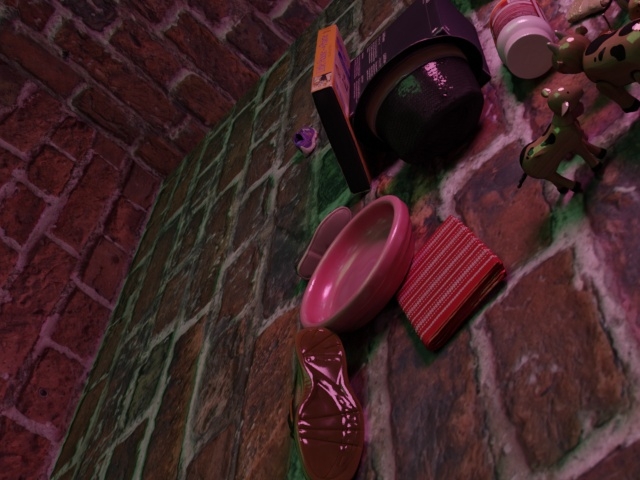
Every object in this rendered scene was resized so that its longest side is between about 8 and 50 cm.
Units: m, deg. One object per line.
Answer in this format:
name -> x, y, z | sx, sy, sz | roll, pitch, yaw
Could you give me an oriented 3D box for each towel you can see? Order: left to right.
towel -> 0.226, 0.071, 1.445 | 0.199, 0.031, 0.275 | -50, 19, 10
towel -> 0.587, -0.533, 1.684 | 0.110, 0.027, 0.148 | -11, 45, 60

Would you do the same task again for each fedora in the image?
fedora -> 0.241, -0.286, 1.748 | 0.334, 0.334, 0.152 | -43, 53, 20

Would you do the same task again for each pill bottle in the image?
pill bottle -> 0.438, -0.441, 1.709 | 0.121, 0.121, 0.221 | -40, 24, 28

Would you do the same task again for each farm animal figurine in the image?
farm animal figurine -> 0.450, -0.266, 1.284 | 0.327, 0.172, 0.330 | -27, 35, 59

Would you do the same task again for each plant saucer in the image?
plant saucer -> 0.085, 0.063, 1.633 | 0.332, 0.084, 0.332 | -50, 16, 21

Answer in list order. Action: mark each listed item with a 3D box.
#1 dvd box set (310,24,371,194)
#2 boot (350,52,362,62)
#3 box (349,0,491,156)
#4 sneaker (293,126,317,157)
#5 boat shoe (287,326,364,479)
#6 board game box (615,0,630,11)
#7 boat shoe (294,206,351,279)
dvd box set -> 0.062, -0.355, 2.093 | 0.062, 0.307, 0.420 | -16, 33, 13
boot -> 0.138, -0.564, 2.575 | 0.123, 0.095, 0.258 | -52, 29, -18
box -> 0.242, -0.438, 2.019 | 0.312, 0.179, 0.343 | -41, 24, 27
sneaker -> -0.055, -0.342, 2.612 | 0.068, 0.071, 0.170 | -44, 22, 19
boat shoe -> -0.001, 0.317, 1.428 | 0.342, 0.123, 0.123 | -101, 19, -48
board game box -> 0.555, -0.560, 1.449 | 0.144, 0.275, 0.142 | -46, 22, 15
boat shoe -> 0.000, 0.000, 1.952 | 0.206, 0.075, 0.065 | -57, 24, -1
